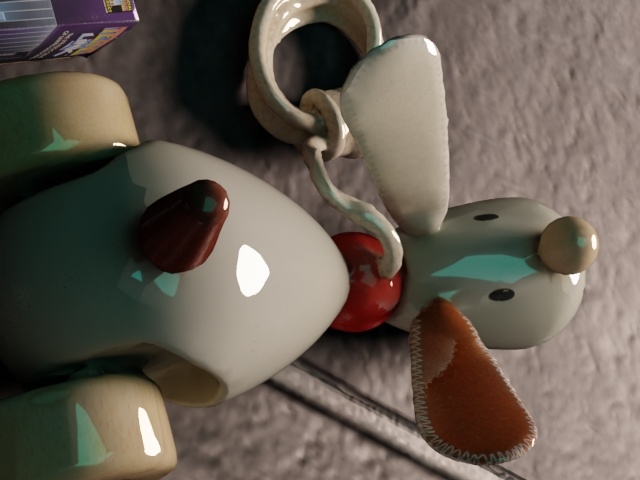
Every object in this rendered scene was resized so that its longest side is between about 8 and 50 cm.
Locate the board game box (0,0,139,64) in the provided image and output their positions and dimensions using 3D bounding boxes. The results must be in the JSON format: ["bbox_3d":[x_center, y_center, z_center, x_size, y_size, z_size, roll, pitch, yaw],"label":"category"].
[{"bbox_3d":[-0.162,-0.153,0.658,0.141,0.048,0.170,-12,82,-39],"label":"board game box"}]

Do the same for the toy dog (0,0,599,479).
[{"bbox_3d":[0.000,0.000,0.656,0.333,0.161,0.220,-30,94,-41],"label":"toy dog"}]
